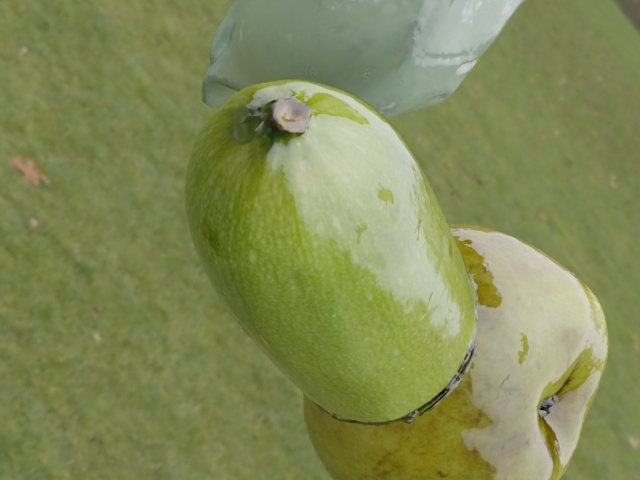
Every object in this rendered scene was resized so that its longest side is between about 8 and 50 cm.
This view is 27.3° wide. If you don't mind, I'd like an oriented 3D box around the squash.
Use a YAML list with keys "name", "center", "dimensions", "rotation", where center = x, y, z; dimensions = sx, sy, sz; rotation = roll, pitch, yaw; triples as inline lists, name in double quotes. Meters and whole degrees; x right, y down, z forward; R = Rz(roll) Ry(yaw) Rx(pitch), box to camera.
- name: "squash"
  center: [0.000, 0.000, 0.706]
  dimensions: [0.132, 0.132, 0.247]
  rotation: [64, 4, 33]

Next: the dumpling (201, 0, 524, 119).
- name: "dumpling"
  center: [0.056, -0.224, 1.199]
  dimensions: [0.270, 0.320, 0.212]
  rotation: [-41, 131, -36]

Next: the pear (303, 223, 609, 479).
- name: "pear"
  center: [0.121, 0.130, 1.298]
  dimensions: [0.304, 0.304, 0.304]
  rotation: [44, 19, -20]
